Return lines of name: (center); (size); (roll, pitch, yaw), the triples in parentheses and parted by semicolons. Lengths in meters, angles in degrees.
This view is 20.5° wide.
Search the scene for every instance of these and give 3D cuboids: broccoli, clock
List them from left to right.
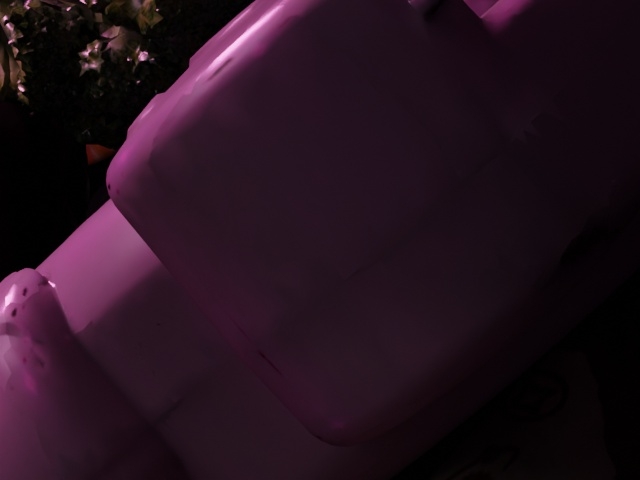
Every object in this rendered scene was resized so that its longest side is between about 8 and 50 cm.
broccoli: (-0.093, -0.181, 0.939); (0.294, 0.245, 0.265); (23, 66, 44)
clock: (0.000, 0.000, 0.564); (0.322, 0.113, 0.295); (-40, 2, 40)

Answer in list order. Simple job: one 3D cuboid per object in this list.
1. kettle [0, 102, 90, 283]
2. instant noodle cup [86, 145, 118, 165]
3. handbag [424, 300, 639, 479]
kettle: (-0.240, 0.039, 0.984); (0.321, 0.228, 0.324); (107, 162, -51)
instant noodle cup: (-0.191, -0.167, 1.185); (0.205, 0.205, 0.153); (-48, 21, 31)
handbag: (0.027, 0.159, 0.439); (0.213, 0.127, 0.235); (-36, 42, 23)
